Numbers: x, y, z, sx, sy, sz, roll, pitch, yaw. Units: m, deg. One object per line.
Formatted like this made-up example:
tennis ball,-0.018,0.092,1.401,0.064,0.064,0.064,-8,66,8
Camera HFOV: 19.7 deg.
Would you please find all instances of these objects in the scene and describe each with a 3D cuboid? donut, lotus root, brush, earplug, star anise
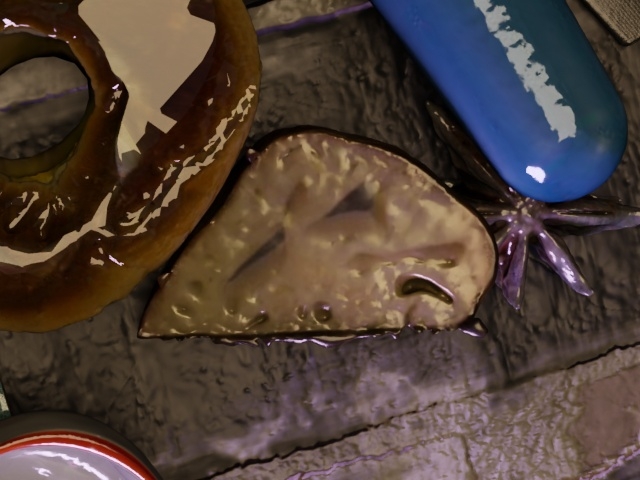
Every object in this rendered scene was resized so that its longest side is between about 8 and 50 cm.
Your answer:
donut,-0.204,-0.094,1.299,0.330,0.160,0.330,0,90,-1
lotus root,0.000,0.000,1.351,0.261,0.074,0.170,4,102,3
brush,0.199,-0.238,1.439,0.063,0.016,0.193,-45,102,-7
earplug,0.124,-0.150,1.336,0.132,0.132,0.273,-32,85,-9
star anise,0.149,-0.037,1.416,0.205,0.061,0.180,-19,101,-8

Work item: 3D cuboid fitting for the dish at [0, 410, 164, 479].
dish,-0.205,0.234,1.315,0.256,0.117,0.256,-4,108,-11

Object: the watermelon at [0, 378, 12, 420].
watermelon,-0.248,0.107,1.353,0.085,0.085,0.061,-60,143,-3
